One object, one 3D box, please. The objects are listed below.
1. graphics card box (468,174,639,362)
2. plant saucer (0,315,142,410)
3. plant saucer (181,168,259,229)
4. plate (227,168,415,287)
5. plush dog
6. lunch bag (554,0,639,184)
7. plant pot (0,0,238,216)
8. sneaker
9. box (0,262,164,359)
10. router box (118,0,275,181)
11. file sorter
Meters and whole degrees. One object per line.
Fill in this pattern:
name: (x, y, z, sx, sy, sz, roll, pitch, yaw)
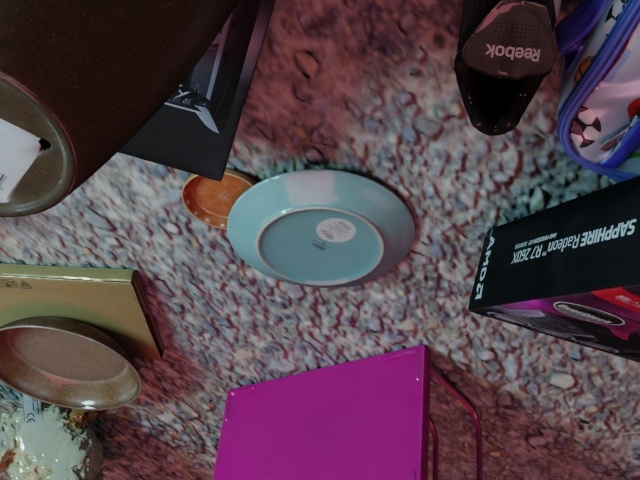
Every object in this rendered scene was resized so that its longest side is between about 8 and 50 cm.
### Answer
graphics card box: (0.294, 0.037, 0.722, 0.233, 0.094, 0.371, 17, 170, -10)
plant saucer: (-0.313, 0.146, 1.111, 0.199, 0.036, 0.198, 5, 143, 4)
plant saucer: (-0.094, -0.042, 0.891, 0.084, 0.013, 0.083, 6, 140, 5)
plate: (0.000, 0.000, 0.902, 0.188, 0.024, 0.188, 2, 142, 2)
plush dog: (-0.380, 0.316, 1.287, 0.262, 0.210, 0.225, 39, 155, 7)
lunch bag: (0.302, -0.142, 0.616, 0.243, 0.114, 0.303, 17, 139, -6)
plant pot: (-0.151, -0.131, 0.495, 0.216, 0.230, 0.215, 5, 141, 4)
sneaker: (0.134, -0.165, 0.623, 0.078, 0.106, 0.234, 4, 140, 5)
box: (-0.300, 0.086, 1.081, 0.201, 0.021, 0.164, 2, 141, 7)
router box: (-0.152, -0.197, 0.662, 0.243, 0.081, 0.308, 16, 140, -8)
file sorter: (0.038, 0.286, 1.118, 0.291, 0.202, 0.182, -18, 137, 29)
